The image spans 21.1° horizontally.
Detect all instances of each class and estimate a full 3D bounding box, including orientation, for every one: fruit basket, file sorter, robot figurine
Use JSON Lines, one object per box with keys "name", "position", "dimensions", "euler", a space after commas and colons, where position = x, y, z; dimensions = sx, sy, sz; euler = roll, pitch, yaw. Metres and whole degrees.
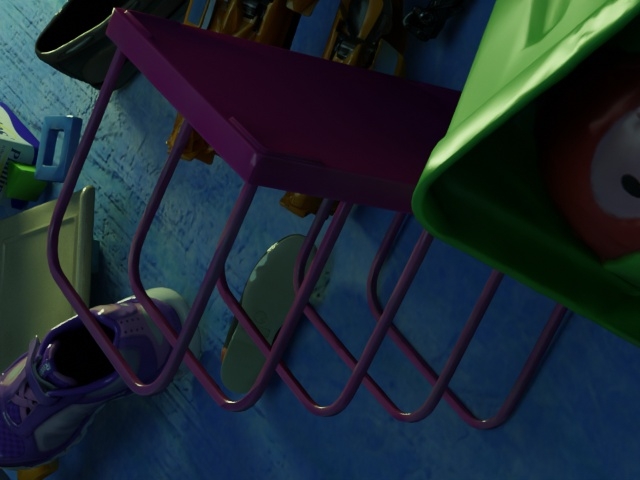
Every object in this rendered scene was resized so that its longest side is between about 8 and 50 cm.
{"name": "fruit basket", "position": [0.256, -0.033, 0.825], "dimensions": [0.392, 0.283, 0.392], "euler": [-43, 32, 35]}
{"name": "file sorter", "position": [0.000, 0.000, 1.094], "dimensions": [0.202, 0.291, 0.182], "euler": [47, 119, 47]}
{"name": "robot figurine", "position": [-0.003, -0.173, 1.256], "dimensions": [0.211, 0.085, 0.291], "euler": [25, 110, 15]}

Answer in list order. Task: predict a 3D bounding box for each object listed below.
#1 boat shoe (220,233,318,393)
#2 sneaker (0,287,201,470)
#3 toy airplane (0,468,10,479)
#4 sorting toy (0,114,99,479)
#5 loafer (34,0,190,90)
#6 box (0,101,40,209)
{"name": "boat shoe", "position": [-0.040, 0.054, 1.327], "dimensions": [0.043, 0.049, 0.137], "euler": [-67, 1, -75]}
{"name": "sneaker", "position": [-0.217, 0.116, 1.429], "dimensions": [0.236, 0.104, 0.095], "euler": [-33, 76, 22]}
{"name": "toy airplane", "position": [-0.333, 0.373, 1.422], "dimensions": [0.386, 0.384, 0.272], "euler": [-125, 24, -54]}
{"name": "sorting toy", "position": [-0.250, 0.057, 1.593], "dimensions": [0.196, 0.047, 0.347], "euler": [-18, 66, 52]}
{"name": "loafer", "position": [-0.160, -0.239, 1.527], "dimensions": [0.267, 0.084, 0.096], "euler": [-51, 45, 30]}
{"name": "box", "position": [-0.363, -0.099, 1.701], "dimensions": [0.126, 0.137, 0.072], "euler": [43, 112, 48]}
